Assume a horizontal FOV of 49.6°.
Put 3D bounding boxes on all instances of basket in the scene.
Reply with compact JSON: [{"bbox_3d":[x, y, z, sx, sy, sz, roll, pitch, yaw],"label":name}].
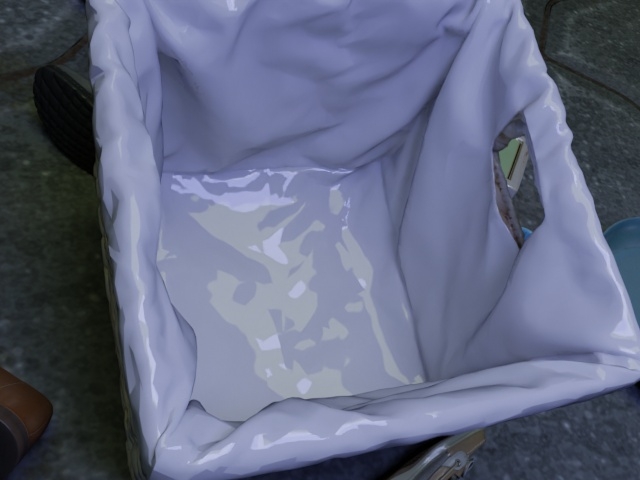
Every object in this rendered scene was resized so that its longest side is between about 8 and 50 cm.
[{"bbox_3d":[0.000,0.000,0.539,0.331,0.266,0.328,-6,71,-20],"label":"basket"}]

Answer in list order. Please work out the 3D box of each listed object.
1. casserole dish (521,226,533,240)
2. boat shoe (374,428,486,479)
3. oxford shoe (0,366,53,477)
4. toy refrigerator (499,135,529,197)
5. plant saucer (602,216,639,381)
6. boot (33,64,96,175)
[{"bbox_3d":[0.232,0.060,0.798,0.114,0.037,0.188,-4,54,-25],"label":"casserole dish"},{"bbox_3d":[0.094,0.211,0.608,0.153,0.056,0.048,-23,74,-34],"label":"boat shoe"},{"bbox_3d":[-0.305,0.106,0.524,0.212,0.076,0.076,26,18,2],"label":"oxford shoe"},{"bbox_3d":[0.225,-0.144,0.919,0.102,0.094,0.269,30,48,2],"label":"toy refrigerator"},{"bbox_3d":[0.465,0.107,0.855,0.317,0.043,0.317,11,49,-14],"label":"plant saucer"},{"bbox_3d":[-0.171,-0.120,0.755,0.246,0.083,0.161,37,41,0],"label":"boot"}]
